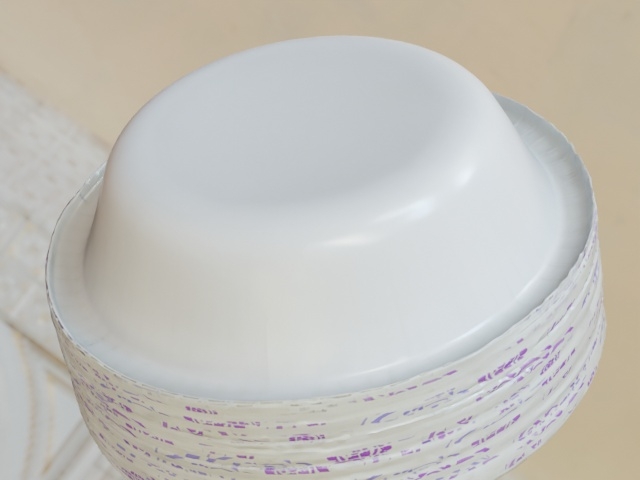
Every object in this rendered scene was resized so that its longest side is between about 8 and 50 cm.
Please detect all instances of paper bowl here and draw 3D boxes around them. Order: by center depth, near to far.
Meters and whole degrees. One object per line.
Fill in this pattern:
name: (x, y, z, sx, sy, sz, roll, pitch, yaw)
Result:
paper bowl: (0.000, 0.000, 0.844, 0.284, 0.284, 0.148, -52, 142, -44)
